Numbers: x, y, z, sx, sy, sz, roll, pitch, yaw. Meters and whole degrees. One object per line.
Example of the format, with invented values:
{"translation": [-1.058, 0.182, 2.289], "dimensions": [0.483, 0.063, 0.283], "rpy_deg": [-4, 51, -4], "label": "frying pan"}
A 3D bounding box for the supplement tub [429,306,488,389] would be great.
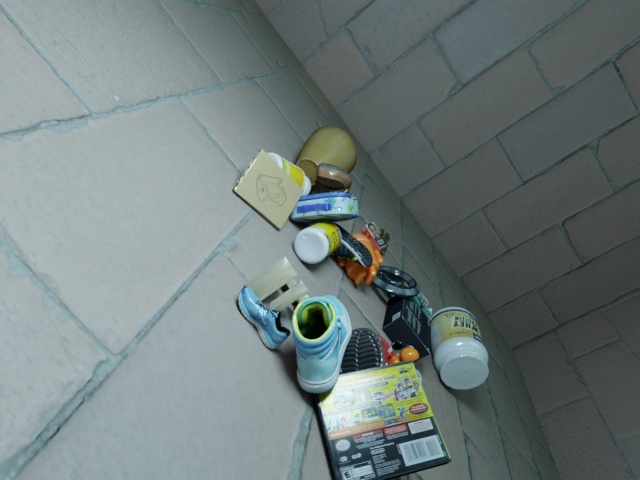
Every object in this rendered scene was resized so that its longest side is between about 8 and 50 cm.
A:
{"translation": [0.599, 0.466, 1.978], "dimensions": [0.228, 0.228, 0.316], "rpy_deg": [48, 22, -20], "label": "supplement tub"}

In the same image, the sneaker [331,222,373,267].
{"translation": [0.090, 0.032, 1.648], "dimensions": [0.235, 0.097, 0.084], "rpy_deg": [44, 27, 23], "label": "sneaker"}

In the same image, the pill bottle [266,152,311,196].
{"translation": [-0.124, -0.213, 1.558], "dimensions": [0.208, 0.118, 0.117], "rpy_deg": [20, 41, -57], "label": "pill bottle"}

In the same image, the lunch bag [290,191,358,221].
{"translation": [0.012, -0.111, 1.556], "dimensions": [0.176, 0.219, 0.090], "rpy_deg": [2, 84, -63], "label": "lunch bag"}

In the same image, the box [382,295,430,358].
{"translation": [0.348, 0.336, 1.801], "dimensions": [0.184, 0.103, 0.261], "rpy_deg": [50, 21, -5], "label": "box"}

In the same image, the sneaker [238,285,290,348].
{"translation": [-0.127, 0.170, 1.060], "dimensions": [0.162, 0.073, 0.063], "rpy_deg": [54, 22, -5], "label": "sneaker"}

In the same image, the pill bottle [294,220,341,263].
{"translation": [0.000, 0.000, 1.515], "dimensions": [0.117, 0.117, 0.215], "rpy_deg": [56, 21, 1], "label": "pill bottle"}

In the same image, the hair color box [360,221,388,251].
{"translation": [0.257, -0.013, 2.160], "dimensions": [0.072, 0.043, 0.141], "rpy_deg": [-22, 77, -47], "label": "hair color box"}

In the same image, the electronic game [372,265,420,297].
{"translation": [0.303, 0.170, 1.881], "dimensions": [0.229, 0.048, 0.229], "rpy_deg": [14, 22, -6], "label": "electronic game"}

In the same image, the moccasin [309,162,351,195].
{"translation": [0.033, -0.182, 1.713], "dimensions": [0.139, 0.147, 0.380], "rpy_deg": [21, -11, 2], "label": "moccasin"}

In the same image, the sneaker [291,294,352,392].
{"translation": [0.009, 0.192, 1.129], "dimensions": [0.319, 0.127, 0.208], "rpy_deg": [-79, 166, -59], "label": "sneaker"}

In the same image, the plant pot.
{"translation": [0.001, -0.324, 1.879], "dimensions": [0.237, 0.237, 0.254], "rpy_deg": [52, 36, -10], "label": "plant pot"}

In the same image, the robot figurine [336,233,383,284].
{"translation": [0.148, 0.065, 1.728], "dimensions": [0.128, 0.158, 0.219], "rpy_deg": [56, 14, -49], "label": "robot figurine"}

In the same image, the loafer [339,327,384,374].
{"translation": [0.117, 0.410, 1.208], "dimensions": [0.130, 0.134, 0.365], "rpy_deg": [73, 12, -50], "label": "loafer"}

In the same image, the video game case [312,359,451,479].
{"translation": [0.136, 0.426, 1.070], "dimensions": [0.275, 0.035, 0.248], "rpy_deg": [-6, 53, -16], "label": "video game case"}

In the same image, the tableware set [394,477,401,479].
{"translation": [0.202, 0.554, 1.173], "dimensions": [0.141, 0.020, 0.168], "rpy_deg": [-62, 151, -69], "label": "tableware set"}

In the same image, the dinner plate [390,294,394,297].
{"translation": [0.320, 0.221, 2.023], "dimensions": [0.141, 0.017, 0.141], "rpy_deg": [44, 24, -26], "label": "dinner plate"}

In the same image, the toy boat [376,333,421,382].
{"translation": [0.244, 0.388, 1.423], "dimensions": [0.231, 0.151, 0.151], "rpy_deg": [51, 25, -8], "label": "toy boat"}

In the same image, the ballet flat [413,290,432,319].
{"translation": [0.504, 0.324, 2.187], "dimensions": [0.070, 0.070, 0.188], "rpy_deg": [21, 41, -56], "label": "ballet flat"}

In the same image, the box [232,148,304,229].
{"translation": [-0.157, -0.155, 1.407], "dimensions": [0.201, 0.021, 0.164], "rpy_deg": [43, 64, -31], "label": "box"}

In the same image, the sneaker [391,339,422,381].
{"translation": [0.285, 0.434, 1.569], "dimensions": [0.106, 0.078, 0.234], "rpy_deg": [40, 25, -20], "label": "sneaker"}

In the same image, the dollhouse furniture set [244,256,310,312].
{"translation": [-0.113, 0.141, 1.196], "dimensions": [0.144, 0.123, 0.151], "rpy_deg": [56, -14, -2], "label": "dollhouse furniture set"}

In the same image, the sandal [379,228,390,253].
{"translation": [0.303, 0.006, 2.265], "dimensions": [0.072, 0.049, 0.180], "rpy_deg": [42, 39, -20], "label": "sandal"}
